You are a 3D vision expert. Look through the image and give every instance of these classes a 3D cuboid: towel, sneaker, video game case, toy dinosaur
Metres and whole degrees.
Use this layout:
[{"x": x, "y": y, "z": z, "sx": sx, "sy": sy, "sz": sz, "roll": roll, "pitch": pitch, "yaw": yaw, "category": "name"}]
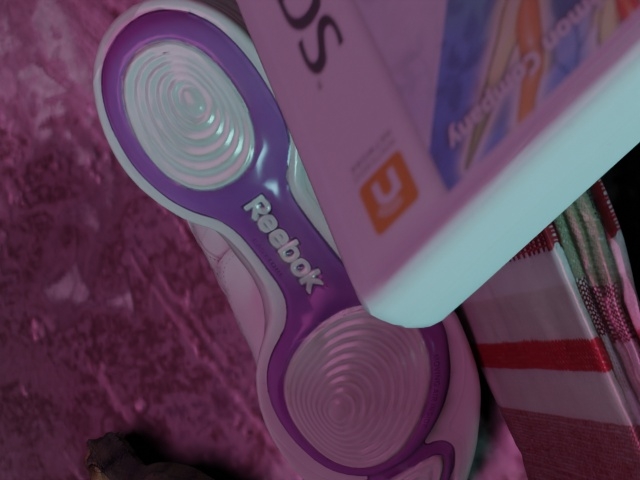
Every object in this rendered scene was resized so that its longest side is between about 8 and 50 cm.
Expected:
[{"x": 0.072, "y": -0.027, "z": 0.640, "sx": 0.037, "sy": 0.237, "sz": 0.329, "roll": -23, "pitch": 88, "yaw": -8, "category": "towel"}, {"x": 0.000, "y": 0.000, "z": 0.767, "sx": 0.114, "sy": 0.152, "sz": 0.305, "roll": -24, "pitch": 104, "yaw": 13, "category": "sneaker"}, {"x": 0.074, "y": -0.189, "z": 0.430, "sx": 0.329, "sy": 0.036, "sz": 0.300, "roll": -45, "pitch": 50, "yaw": 30, "category": "video game case"}, {"x": -0.051, "y": 0.190, "z": 0.850, "sx": 0.268, "sy": 0.064, "sz": 0.118, "roll": 11, "pitch": 96, "yaw": 30, "category": "toy dinosaur"}]
